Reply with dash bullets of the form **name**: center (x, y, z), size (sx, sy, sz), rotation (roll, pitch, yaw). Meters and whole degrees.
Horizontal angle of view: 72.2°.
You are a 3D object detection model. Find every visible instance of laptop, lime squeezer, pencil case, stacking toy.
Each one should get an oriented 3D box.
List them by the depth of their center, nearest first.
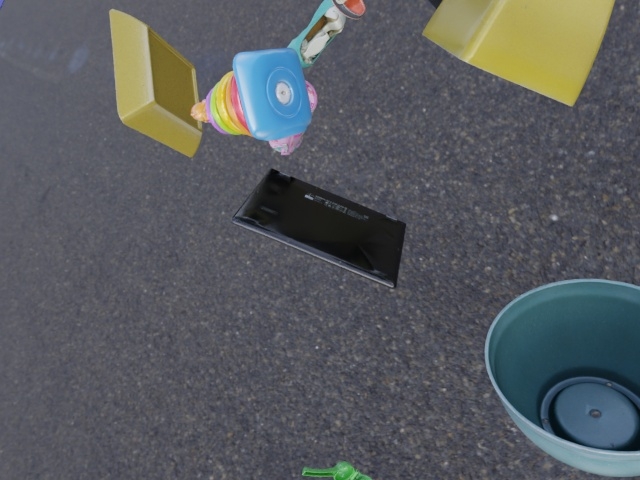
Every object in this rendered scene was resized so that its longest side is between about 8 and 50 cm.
- **stacking toy**: center (-0.180, -0.284, 0.925), size (0.302, 0.175, 0.166), rotation (3, 114, 41)
- **lime squeezer**: center (0.094, 0.621, 1.107), size (0.059, 0.310, 0.110), rotation (-57, 4, -6)
- **laptop**: center (0.000, 0.000, 1.151), size (0.408, 0.382, 0.236), rotation (-67, -2, -54)
- **pencil case**: center (-0.089, -0.356, 1.298), size (0.284, 0.124, 0.124), rotation (134, 146, -72)

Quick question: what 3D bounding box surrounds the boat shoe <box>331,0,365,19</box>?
- **boat shoe**: center (0.037, -0.472, 0.814), size (0.049, 0.137, 0.043), rotation (-52, 23, -8)

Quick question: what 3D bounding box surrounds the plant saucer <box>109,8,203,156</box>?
- **plant saucer**: center (-0.454, -0.452, 1.288), size (0.081, 0.333, 0.333), rotation (-11, 80, 16)

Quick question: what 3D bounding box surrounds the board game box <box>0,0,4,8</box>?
- **board game box**: center (-0.357, -0.224, 0.312), size (0.046, 0.213, 0.317), rotation (22, 90, 40)

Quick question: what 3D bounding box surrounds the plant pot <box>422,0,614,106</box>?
- **plant pot**: center (0.322, -0.363, 0.693), size (0.212, 0.212, 0.187), rotation (-99, 29, -54)

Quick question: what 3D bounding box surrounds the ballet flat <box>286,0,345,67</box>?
- **ballet flat**: center (0.009, -0.536, 1.129), size (0.087, 0.083, 0.247), rotation (32, 81, 42)

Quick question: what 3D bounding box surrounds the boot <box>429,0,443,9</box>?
- **boot**: center (0.338, -0.715, 1.097), size (0.146, 0.445, 0.367), rotation (-20, 49, 48)

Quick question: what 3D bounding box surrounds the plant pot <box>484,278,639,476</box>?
- **plant pot**: center (0.425, 0.233, 0.682), size (0.293, 0.196, 0.293), rotation (-17, 34, 12)
